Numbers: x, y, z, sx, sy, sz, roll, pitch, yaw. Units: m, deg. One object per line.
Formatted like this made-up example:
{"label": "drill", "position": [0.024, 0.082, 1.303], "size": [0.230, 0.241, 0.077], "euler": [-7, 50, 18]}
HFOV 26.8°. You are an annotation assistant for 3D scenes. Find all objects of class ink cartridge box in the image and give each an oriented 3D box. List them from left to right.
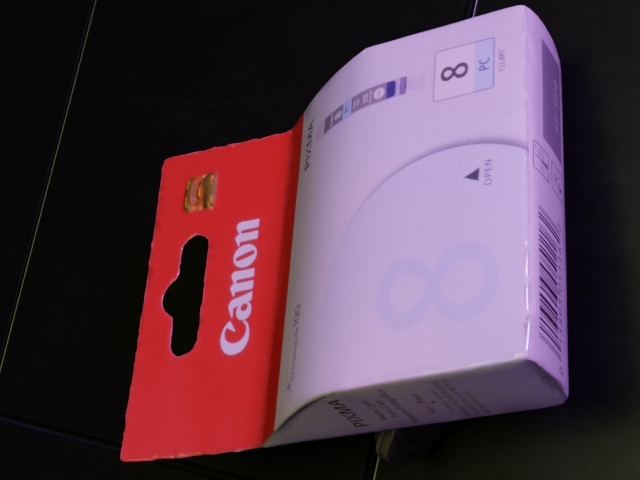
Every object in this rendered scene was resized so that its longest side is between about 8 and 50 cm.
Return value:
{"label": "ink cartridge box", "position": [0.000, 0.000, 1.059], "size": [0.385, 0.091, 0.308], "euler": [-11, 56, 25]}

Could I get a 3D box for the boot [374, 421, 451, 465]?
{"label": "boot", "position": [0.036, 0.061, 1.097], "size": [0.208, 0.076, 0.189], "euler": [26, 78, 34]}
